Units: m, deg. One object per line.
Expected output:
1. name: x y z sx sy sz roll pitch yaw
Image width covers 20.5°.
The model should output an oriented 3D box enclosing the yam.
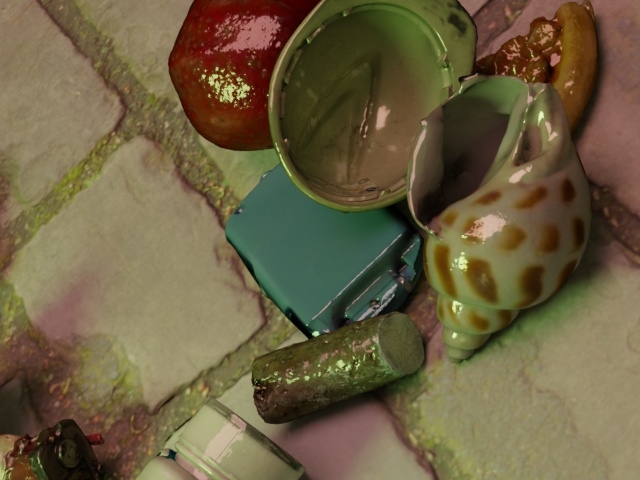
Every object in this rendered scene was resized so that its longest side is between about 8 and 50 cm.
1. yam: 0.014 0.130 1.798 0.179 0.078 0.078 -20 49 25

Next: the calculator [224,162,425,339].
1. calculator: 0.000 0.000 1.923 0.173 0.051 0.293 -45 42 3

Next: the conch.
1. conch: 0.172 -0.016 1.726 0.182 0.149 0.275 21 82 27

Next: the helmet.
1. helmet: 0.044 -0.156 1.876 0.257 0.204 0.137 -63 10 -2

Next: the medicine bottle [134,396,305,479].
1. medicine bottle: -0.138 0.292 1.745 0.143 0.143 0.258 30 81 46

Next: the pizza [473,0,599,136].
1. pizza: 0.191 -0.144 1.877 0.197 0.058 0.292 19 72 45

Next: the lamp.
1. lamp: -0.355 0.268 1.952 0.253 0.118 0.118 -14 52 36

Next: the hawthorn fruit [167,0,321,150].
1. hawthorn fruit: -0.047 -0.202 2.011 0.249 0.215 0.215 4 62 26
